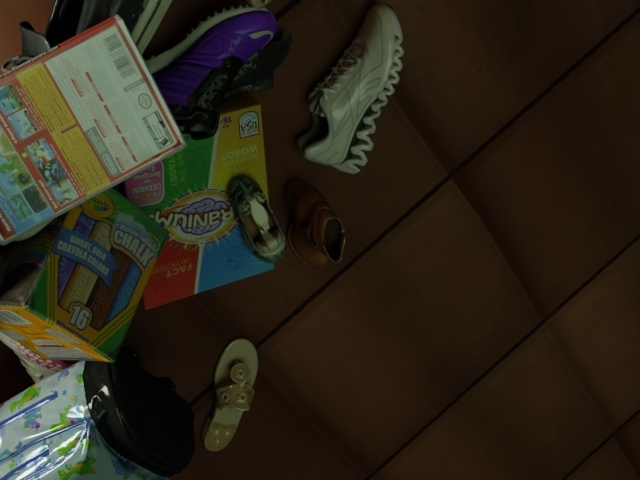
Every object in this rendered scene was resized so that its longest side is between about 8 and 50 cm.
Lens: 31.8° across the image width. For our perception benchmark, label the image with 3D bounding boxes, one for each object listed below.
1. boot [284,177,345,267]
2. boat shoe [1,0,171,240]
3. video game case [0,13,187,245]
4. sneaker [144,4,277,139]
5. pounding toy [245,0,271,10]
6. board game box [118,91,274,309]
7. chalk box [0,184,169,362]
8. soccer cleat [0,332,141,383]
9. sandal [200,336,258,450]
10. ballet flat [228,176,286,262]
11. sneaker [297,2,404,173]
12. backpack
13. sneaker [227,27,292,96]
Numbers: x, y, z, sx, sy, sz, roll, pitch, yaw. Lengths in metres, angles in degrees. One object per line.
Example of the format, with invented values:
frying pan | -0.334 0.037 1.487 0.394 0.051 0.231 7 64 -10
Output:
boot | 0.000 0.000 1.929 0.073 0.152 0.197 -30 129 -13
boat shoe | -0.357 -0.238 1.557 0.156 0.187 0.500 23 98 -37
video game case | -0.343 -0.143 1.475 0.285 0.025 0.204 -29 121 -7
sneaker | -0.174 -0.225 1.665 0.293 0.146 0.102 -31 163 0
pounding toy | -0.122 -0.431 1.574 0.094 0.181 0.206 -39 130 -5
board game box | -0.204 -0.064 1.825 0.242 0.064 0.317 -18 126 -21
chalk box | -0.364 0.014 1.667 0.179 0.180 0.289 42 58 -38
soccer cleat | -0.424 0.216 1.831 0.143 0.116 0.331 -49 130 6
sandal | -0.154 0.300 2.068 0.088 0.079 0.240 4 116 -33
ballet flat | -0.097 -0.020 1.832 0.070 0.070 0.188 -35 130 -8
sneaker | 0.050 -0.250 1.846 0.118 0.110 0.292 9 113 -25
backpack | -0.408 0.346 1.753 0.355 0.273 0.290 -14 145 15
sneaker | -0.123 -0.277 1.757 0.170 0.051 0.089 -14 124 -29
